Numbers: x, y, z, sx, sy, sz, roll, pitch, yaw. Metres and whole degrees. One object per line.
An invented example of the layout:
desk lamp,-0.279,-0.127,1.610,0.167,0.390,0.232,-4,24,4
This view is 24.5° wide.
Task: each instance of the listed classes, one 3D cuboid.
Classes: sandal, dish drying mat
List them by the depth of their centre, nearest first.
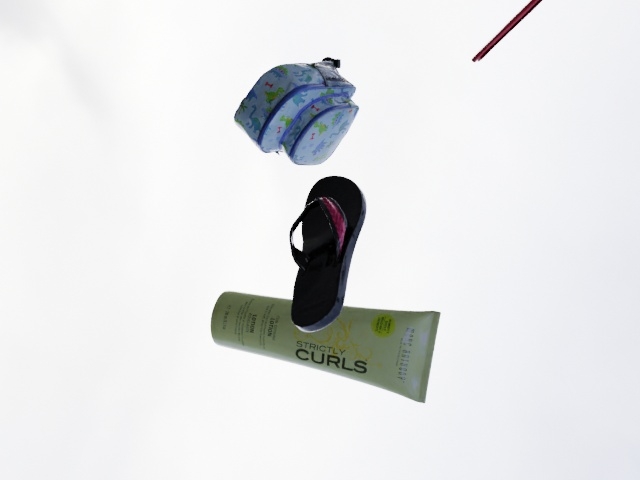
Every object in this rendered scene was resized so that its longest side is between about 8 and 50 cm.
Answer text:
dish drying mat,0.152,-0.171,1.159,0.083,0.008,0.032,-44,-177,23
sandal,0.000,0.000,1.276,0.067,0.040,0.179,-26,-144,29

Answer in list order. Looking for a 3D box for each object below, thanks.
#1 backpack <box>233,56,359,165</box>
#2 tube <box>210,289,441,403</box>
backpack,-0.023,-0.132,1.528,0.084,0.114,0.105,50,-58,26
tube,0.004,0.097,1.506,0.240,0.070,0.062,10,-141,24
